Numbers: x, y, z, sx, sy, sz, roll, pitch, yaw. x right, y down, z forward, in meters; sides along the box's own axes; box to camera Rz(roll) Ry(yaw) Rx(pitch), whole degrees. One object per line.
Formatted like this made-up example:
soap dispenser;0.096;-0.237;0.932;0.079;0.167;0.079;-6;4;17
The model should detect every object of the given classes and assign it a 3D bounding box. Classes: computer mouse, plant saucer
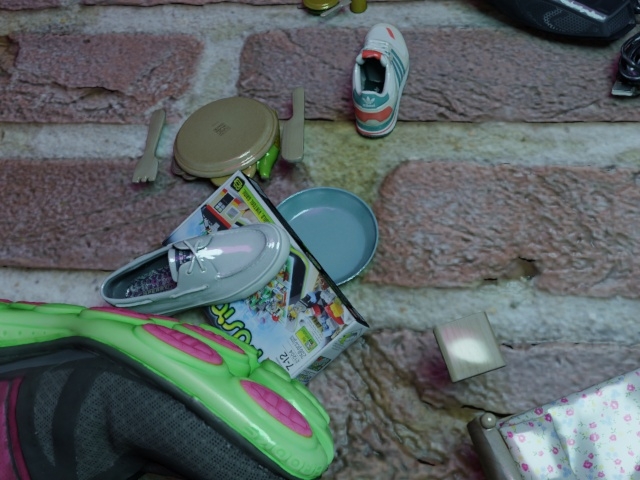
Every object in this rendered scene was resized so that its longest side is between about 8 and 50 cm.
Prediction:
computer mouse;0.284;-0.278;0.802;0.272;0.072;0.188;32;67;10
plant saucer;0.000;0.000;0.706;0.120;0.021;0.119;-4;59;7

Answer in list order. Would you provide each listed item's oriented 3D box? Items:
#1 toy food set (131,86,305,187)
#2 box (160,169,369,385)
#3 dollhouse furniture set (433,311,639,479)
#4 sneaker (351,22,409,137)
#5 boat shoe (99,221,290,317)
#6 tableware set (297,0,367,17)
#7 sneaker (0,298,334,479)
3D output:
toy food set;-0.106;-0.109;0.782;0.192;0.038;0.132;-6;52;12
box;-0.059;0.041;0.663;0.114;0.036;0.207;-43;61;6
dollhouse furniture set;0.284;0.158;0.450;0.304;0.173;0.355;-19;69;-3
sneaker;0.067;-0.198;0.779;0.057;0.075;0.161;5;61;11
boat shoe;-0.119;0.024;0.637;0.184;0.063;0.066;-15;67;20
tableware set;0.004;-0.341;0.904;0.104;0.024;0.154;-32;59;-14
sneaker;-0.212;0.154;0.572;0.483;0.185;0.202;3;80;24
